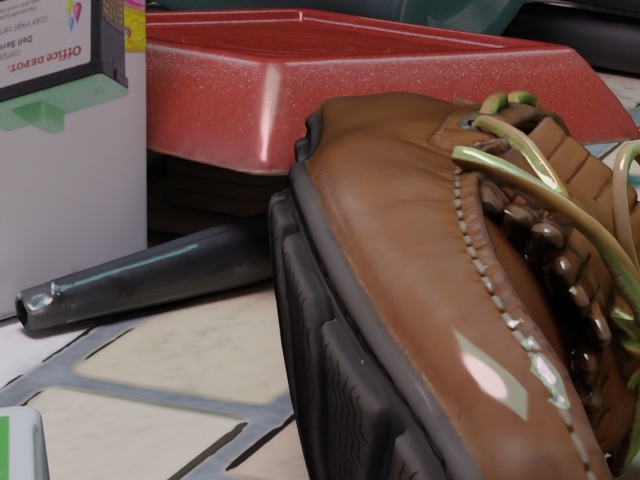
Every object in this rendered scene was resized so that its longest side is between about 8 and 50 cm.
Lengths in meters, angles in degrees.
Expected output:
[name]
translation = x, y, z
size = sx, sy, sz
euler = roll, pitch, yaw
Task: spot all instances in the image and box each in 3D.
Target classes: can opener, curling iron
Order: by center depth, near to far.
[curling iron]
translation = 0.000, 0.000, 0.851
size = 0.274, 0.035, 0.068
euler = -9, 20, -25
[can opener]
translation = 0.158, -0.160, 1.270
size = 0.283, 0.076, 0.095
euler = 16, 24, 39

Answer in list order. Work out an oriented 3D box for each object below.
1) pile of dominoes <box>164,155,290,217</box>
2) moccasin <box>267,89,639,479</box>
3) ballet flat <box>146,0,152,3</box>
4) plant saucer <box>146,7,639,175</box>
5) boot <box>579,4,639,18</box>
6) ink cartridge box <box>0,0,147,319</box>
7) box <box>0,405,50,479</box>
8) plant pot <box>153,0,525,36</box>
[pile of dominoes]
translation = 0.007, -0.051, 1.044
size = 0.196, 0.040, 0.251
euler = 10, 13, 32
[moccasin]
translation = 0.064, 0.024, 0.643
size = 0.147, 0.139, 0.380
euler = -9, 8, 3
[ballet flat]
translation = -0.020, -0.229, 1.419
size = 0.342, 0.124, 0.116
euler = -13, 63, -4
[plant saucer]
translation = -0.016, -0.082, 0.974
size = 0.259, 0.048, 0.258
euler = -7, 15, -43
[boot]
translation = 0.279, -0.175, 1.355
size = 0.137, 0.077, 0.198
euler = 3, 9, -41
[ink cartridge box]
translation = -0.177, -0.123, 0.852
size = 0.117, 0.278, 0.201
euler = -13, 22, -40
[box]
translation = -0.099, 0.103, 0.435
size = 0.087, 0.102, 0.101
euler = -5, 20, -7
[plant pot]
translation = 0.005, -0.231, 1.183
size = 0.255, 0.272, 0.271
euler = 32, 31, 23
